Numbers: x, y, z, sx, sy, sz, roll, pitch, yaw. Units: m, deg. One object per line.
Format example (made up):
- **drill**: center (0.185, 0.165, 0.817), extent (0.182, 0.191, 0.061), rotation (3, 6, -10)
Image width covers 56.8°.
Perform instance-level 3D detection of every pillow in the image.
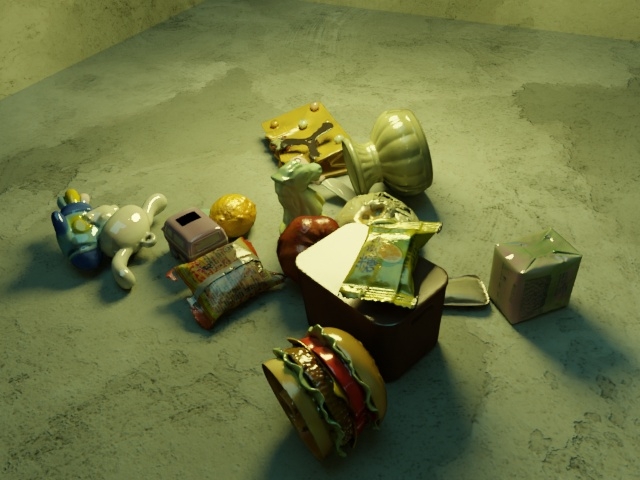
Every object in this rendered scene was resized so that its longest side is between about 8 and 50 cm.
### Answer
- **pillow**: center (0.344, 0.141, 1.645), extent (0.233, 0.038, 0.130), rotation (-2, 36, 3)

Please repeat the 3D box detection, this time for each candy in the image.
- **candy**: center (0.170, 0.039, 1.395), extent (0.187, 0.081, 0.297), rotation (8, 41, 18)

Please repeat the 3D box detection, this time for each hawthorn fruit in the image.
- **hawthorn fruit**: center (-0.043, 0.037, 1.720), extent (0.207, 0.207, 0.243), rotation (-36, 8, -32)

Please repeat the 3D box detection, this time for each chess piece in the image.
- **chess piece**: center (-0.057, -0.120, 1.805), extent (0.176, 0.298, 0.175), rotation (-5, 40, 4)

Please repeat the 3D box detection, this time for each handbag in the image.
- **handbag**: center (-0.052, -0.376, 2.266), extent (0.283, 0.133, 0.401), rotation (-22, 43, -6)

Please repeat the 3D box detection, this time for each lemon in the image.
- **lemon**: center (-0.279, -0.083, 1.914), extent (0.142, 0.142, 0.187), rotation (17, 25, 26)

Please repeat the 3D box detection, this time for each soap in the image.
- **soap**: center (0.554, 0.093, 1.554), extent (0.182, 0.199, 0.138), rotation (-17, 43, -12)

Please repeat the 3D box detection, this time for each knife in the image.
- **knife**: center (0.034, -0.191, 2.041), extent (0.336, 0.043, 0.081), rotation (34, 46, 13)

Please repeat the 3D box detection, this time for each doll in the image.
- **doll**: center (-0.698, -0.022, 1.886), extent (0.366, 0.187, 0.376), rotation (9, 29, 1)

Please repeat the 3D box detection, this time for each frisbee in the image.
- **frisbee**: center (-0.040, -0.346, 2.139), extent (0.211, 0.012, 0.187), rotation (-19, 45, 3)

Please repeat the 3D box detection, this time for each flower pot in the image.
- **flower pot**: center (0.211, -0.274, 1.970), extent (0.244, 0.307, 0.307), rotation (-17, 40, -4)

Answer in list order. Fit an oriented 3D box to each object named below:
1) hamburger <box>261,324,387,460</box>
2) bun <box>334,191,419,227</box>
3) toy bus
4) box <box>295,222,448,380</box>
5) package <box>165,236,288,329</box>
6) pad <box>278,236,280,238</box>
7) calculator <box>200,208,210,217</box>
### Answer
- **hamburger**: center (0.023, 0.316, 1.289), extent (0.212, 0.274, 0.274), rotation (-30, 45, -17)
- **bun**: center (0.174, -0.054, 1.817), extent (0.287, 0.146, 0.287), rotation (-3, 39, 2)
- **toy bus**: center (-0.388, -0.008, 1.834), extent (0.142, 0.142, 0.202), rotation (-31, 45, -26)
- **box**: center (0.126, 0.155, 1.504), extent (0.239, 0.229, 0.339), rotation (-32, 46, -30)
- **package**: center (-0.269, 0.099, 1.703), extent (0.288, 0.108, 0.223), rotation (-28, 57, -29)
- **pad**: center (0.000, 0.000, 1.887), extent (0.235, 0.003, 0.158), rotation (-18, 41, -14)
- **calculator**: center (-0.427, -0.069, 2.011), extent (0.153, 0.021, 0.095), rotation (-15, 40, -17)
